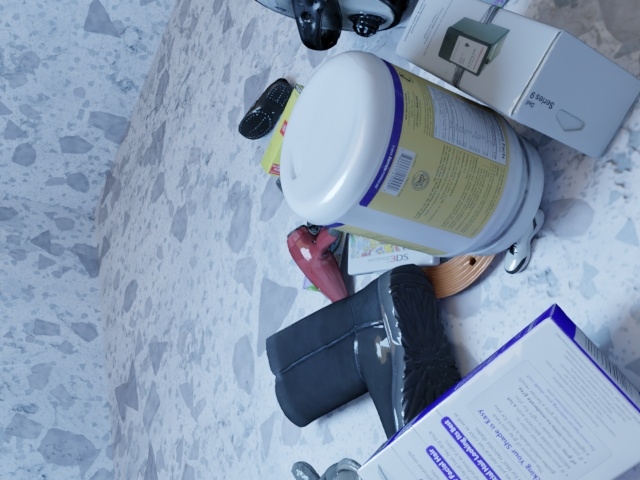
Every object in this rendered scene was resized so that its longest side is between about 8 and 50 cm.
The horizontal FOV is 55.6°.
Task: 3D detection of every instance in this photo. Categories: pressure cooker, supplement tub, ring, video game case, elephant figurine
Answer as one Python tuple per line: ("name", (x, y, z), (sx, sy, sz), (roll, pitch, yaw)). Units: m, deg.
("pressure cooker", (0.027, -0.604, 1.225), (0.375, 0.369, 0.421), (17, 97, 47))
("supplement tub", (0.134, -0.108, 0.884), (0.241, 0.331, 0.241), (-31, 52, 51))
("ring", (0.217, -0.062, 1.090), (0.336, 0.032, 0.337), (-20, 66, 53))
("video game case", (0.133, -0.055, 1.136), (0.206, 0.026, 0.227), (-11, 72, 46))
("elephant figurine", (0.061, 0.452, 1.058), (0.170, 0.185, 0.240), (88, 165, -50))

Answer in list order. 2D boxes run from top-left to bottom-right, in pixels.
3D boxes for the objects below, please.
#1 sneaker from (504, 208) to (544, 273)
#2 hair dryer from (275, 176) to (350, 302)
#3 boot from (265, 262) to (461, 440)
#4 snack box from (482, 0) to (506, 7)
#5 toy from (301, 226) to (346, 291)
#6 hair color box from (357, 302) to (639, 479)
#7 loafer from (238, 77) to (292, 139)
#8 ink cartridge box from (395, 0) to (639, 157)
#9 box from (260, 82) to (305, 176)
("sneaker", (0.302, -0.001, 0.932), (0.040, 0.043, 0.109), (31, 109, 53))
("hair dryer", (-0.009, 0.014, 1.234), (0.223, 0.080, 0.294), (37, 152, 58))
("boot", (0.053, 0.286, 1.133), (0.445, 0.146, 0.368), (-34, 52, 46))
("snack box", (0.295, -0.526, 1.066), (0.174, 0.070, 0.207), (-51, 41, 36))
("toy", (0.000, 0.000, 1.376), (0.136, 0.056, 0.238), (2, 83, 55))
("hair color box", (0.232, 0.262, 0.777), (0.339, 0.110, 0.185), (-45, 76, 20))
("loafer", (-0.149, -0.368, 1.701), (0.220, 0.080, 0.078), (-39, 26, 32))
("ink cartridge box", (0.280, -0.252, 0.885), (0.122, 0.211, 0.289), (-63, 37, 20))
("box", (-0.064, -0.269, 1.522), (0.232, 0.087, 0.058), (-60, 38, 25))
